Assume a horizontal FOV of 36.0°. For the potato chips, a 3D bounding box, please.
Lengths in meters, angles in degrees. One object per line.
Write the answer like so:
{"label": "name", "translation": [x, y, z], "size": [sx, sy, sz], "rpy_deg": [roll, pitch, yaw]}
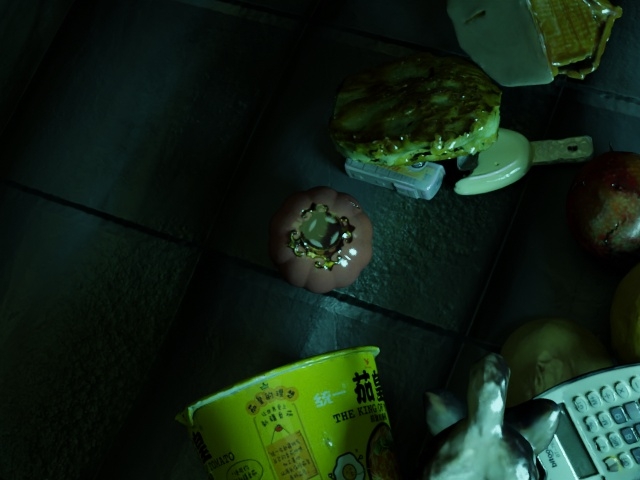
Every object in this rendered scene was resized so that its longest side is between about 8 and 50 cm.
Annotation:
{"label": "potato chips", "translation": [0.359, 0.216, 1.526], "size": [0.195, 0.062, 0.208], "rpy_deg": [37, 78, 21]}

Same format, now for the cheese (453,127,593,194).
{"label": "cheese", "translation": [0.344, -0.143, 1.679], "size": [0.235, 0.050, 0.127], "rpy_deg": [-4, 64, 14]}

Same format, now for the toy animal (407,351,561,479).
{"label": "toy animal", "translation": [0.223, 0.299, 1.351], "size": [0.194, 0.344, 0.302], "rpy_deg": [8, 88, 11]}

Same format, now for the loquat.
{"label": "loquat", "translation": [0.519, 0.119, 1.459], "size": [0.176, 0.187, 0.234], "rpy_deg": [20, 96, 16]}

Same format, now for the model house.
{"label": "model house", "translation": [0.377, -0.379, 1.717], "size": [0.229, 0.199, 0.219], "rpy_deg": [-17, 101, -33]}

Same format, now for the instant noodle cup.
{"label": "instant noodle cup", "translation": [-0.024, 0.326, 1.442], "size": [0.326, 0.325, 0.254], "rpy_deg": [-20, 75, 4]}

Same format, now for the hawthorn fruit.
{"label": "hawthorn fruit", "translation": [0.475, -0.063, 1.568], "size": [0.181, 0.181, 0.235], "rpy_deg": [-11, 48, 8]}

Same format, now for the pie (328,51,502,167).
{"label": "pie", "translation": [0.164, -0.221, 1.674], "size": [0.288, 0.103, 0.354], "rpy_deg": [-4, 34, 10]}

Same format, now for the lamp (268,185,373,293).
{"label": "lamp", "translation": [0.000, 0.000, 1.656], "size": [0.182, 0.140, 0.182], "rpy_deg": [0, 83, 0]}

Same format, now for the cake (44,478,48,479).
{"label": "cake", "translation": [-0.397, 0.464, 1.554], "size": [0.147, 0.134, 0.135], "rpy_deg": [17, 72, 28]}

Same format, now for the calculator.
{"label": "calculator", "translation": [0.419, 0.270, 1.427], "size": [0.268, 0.040, 0.177], "rpy_deg": [-23, 97, 29]}

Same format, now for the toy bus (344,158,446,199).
{"label": "toy bus", "translation": [0.129, -0.124, 1.717], "size": [0.172, 0.057, 0.072], "rpy_deg": [19, 76, 20]}
